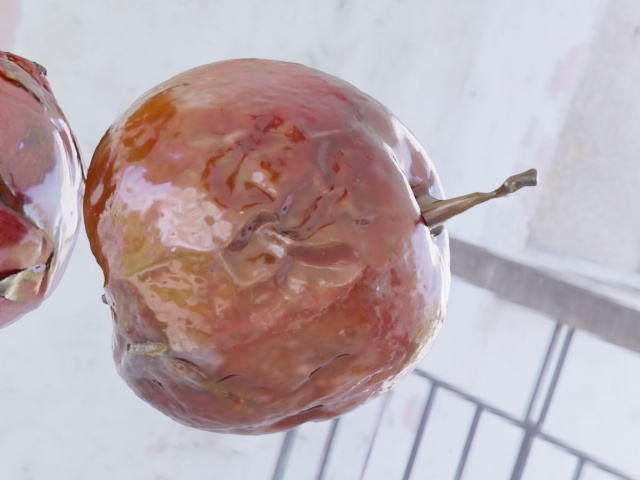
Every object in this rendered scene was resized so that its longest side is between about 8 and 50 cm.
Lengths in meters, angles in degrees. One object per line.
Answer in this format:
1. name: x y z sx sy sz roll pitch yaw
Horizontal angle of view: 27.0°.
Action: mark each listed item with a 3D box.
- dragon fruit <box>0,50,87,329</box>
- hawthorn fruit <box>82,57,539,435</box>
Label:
1. dragon fruit: -0.281 -0.032 0.947 0.241 0.241 0.252 16 6 -5
2. hawthorn fruit: 0.000 0.000 0.807 0.271 0.242 0.242 -12 3 8
